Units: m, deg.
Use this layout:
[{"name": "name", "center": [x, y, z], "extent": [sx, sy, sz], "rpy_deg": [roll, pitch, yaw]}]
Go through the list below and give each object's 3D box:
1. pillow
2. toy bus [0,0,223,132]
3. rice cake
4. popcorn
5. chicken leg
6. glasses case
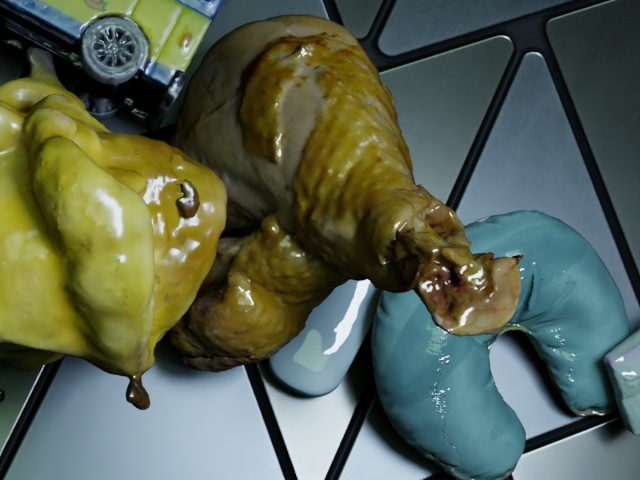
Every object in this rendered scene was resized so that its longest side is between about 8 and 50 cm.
[{"name": "pillow", "center": [0.151, 0.087, 1.577], "extent": [0.233, 0.086, 0.214], "rpy_deg": [-32, 103, -21]}, {"name": "toy bus", "center": [-0.217, -0.227, 1.532], "extent": [0.288, 0.138, 0.175], "rpy_deg": [28, 75, -7]}, {"name": "rice cake", "center": [0.331, 0.076, 1.627], "extent": [0.222, 0.042, 0.080], "rpy_deg": [-34, 112, -25]}, {"name": "popcorn", "center": [-0.219, -0.012, 1.411], "extent": [0.316, 0.297, 0.280], "rpy_deg": [0, 77, 17]}, {"name": "chicken leg", "center": [0.000, 0.000, 1.455], "extent": [0.182, 0.409, 0.295], "rpy_deg": [29, 97, -41]}, {"name": "glasses case", "center": [0.017, 0.047, 1.579], "extent": [0.067, 0.045, 0.178], "rpy_deg": [29, 74, -2]}]
